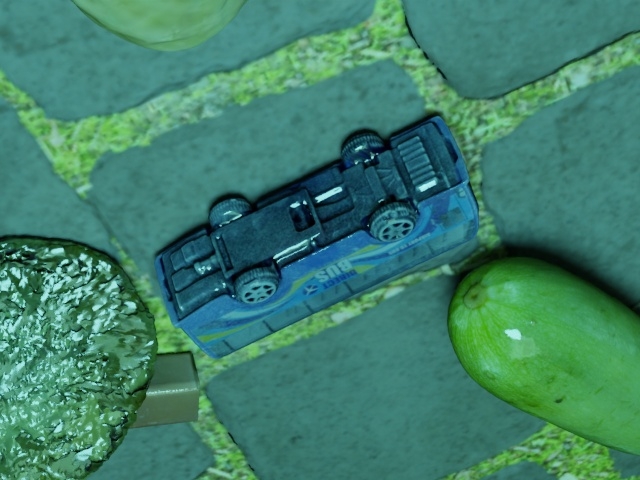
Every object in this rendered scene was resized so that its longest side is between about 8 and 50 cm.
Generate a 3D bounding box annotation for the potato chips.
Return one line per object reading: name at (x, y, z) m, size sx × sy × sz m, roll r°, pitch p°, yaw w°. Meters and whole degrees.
potato chips at (-0.222, 0.102, 1.100) m, size 0.202 × 0.029 × 0.219 m, roll 5°, pitch 107°, yaw -19°

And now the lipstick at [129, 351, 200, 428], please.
lipstick at (-0.168, 0.120, 1.165) m, size 0.145 × 0.045 × 0.045 m, roll -5°, pitch 130°, yaw -14°

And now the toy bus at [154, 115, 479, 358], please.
toy bus at (0.000, -0.001, 1.092) m, size 0.237 × 0.079 × 0.094 m, roll -25°, pitch 149°, yaw 6°

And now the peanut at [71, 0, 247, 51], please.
peanut at (-0.130, -0.227, 0.797) m, size 0.152 × 0.152 × 0.313 m, roll -32°, pitch 129°, yaw 13°

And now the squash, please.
squash at (0.238, 0.113, 1.236) m, size 0.371 × 0.118 × 0.118 m, roll 28°, pitch 118°, yaw -39°
